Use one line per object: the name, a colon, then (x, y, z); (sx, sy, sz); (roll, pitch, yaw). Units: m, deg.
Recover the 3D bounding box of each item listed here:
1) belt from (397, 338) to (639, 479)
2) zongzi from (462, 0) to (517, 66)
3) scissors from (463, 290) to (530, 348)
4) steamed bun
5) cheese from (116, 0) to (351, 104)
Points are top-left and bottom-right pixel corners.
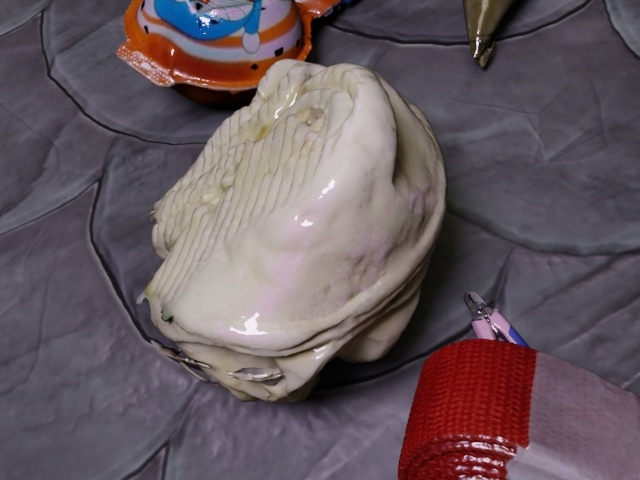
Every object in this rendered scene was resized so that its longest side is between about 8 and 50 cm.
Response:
belt: (0.155, 0.168, 0.519); (0.201, 0.128, 0.124); (25, 40, 3)
zongzi: (0.278, -0.349, 0.841); (0.260, 0.123, 0.289); (-8, 69, 1)
scissors: (0.163, 0.091, 0.654); (0.039, 0.012, 0.113); (-25, 59, -6)
steamed bun: (0.000, 0.000, 0.616); (0.280, 0.207, 0.268); (-50, 30, 5)
cheese: (-0.082, -0.257, 0.828); (0.217, 0.129, 0.329); (39, 54, 20)
